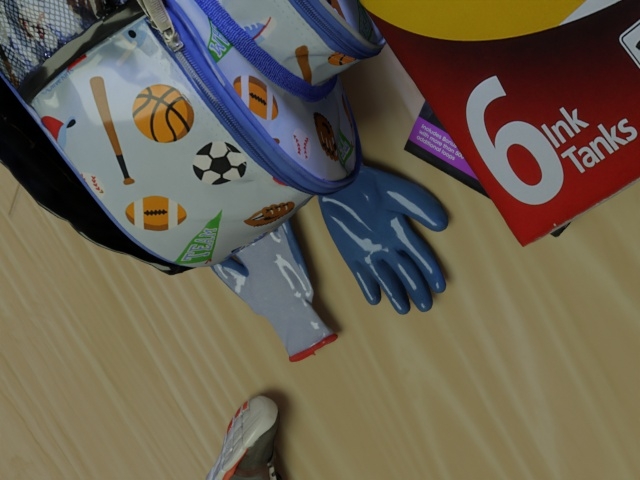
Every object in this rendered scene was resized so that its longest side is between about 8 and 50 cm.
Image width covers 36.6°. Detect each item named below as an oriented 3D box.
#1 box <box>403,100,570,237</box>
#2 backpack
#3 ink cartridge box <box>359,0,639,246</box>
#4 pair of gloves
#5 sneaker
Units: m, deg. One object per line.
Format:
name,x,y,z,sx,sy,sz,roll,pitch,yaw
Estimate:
box,0.131,-0.096,0.580,0.116,0.029,0.162,32,123,14
backpack,-0.078,-0.125,0.567,0.213,0.276,0.263,-23,103,23
ink cartridge box,0.133,-0.187,0.383,0.271,0.130,0.309,57,146,6
pair of gloves,0.000,0.000,0.709,0.198,0.023,0.159,-28,95,34
sneaker,-0.055,0.194,0.827,0.065,0.061,0.158,20,127,-10
